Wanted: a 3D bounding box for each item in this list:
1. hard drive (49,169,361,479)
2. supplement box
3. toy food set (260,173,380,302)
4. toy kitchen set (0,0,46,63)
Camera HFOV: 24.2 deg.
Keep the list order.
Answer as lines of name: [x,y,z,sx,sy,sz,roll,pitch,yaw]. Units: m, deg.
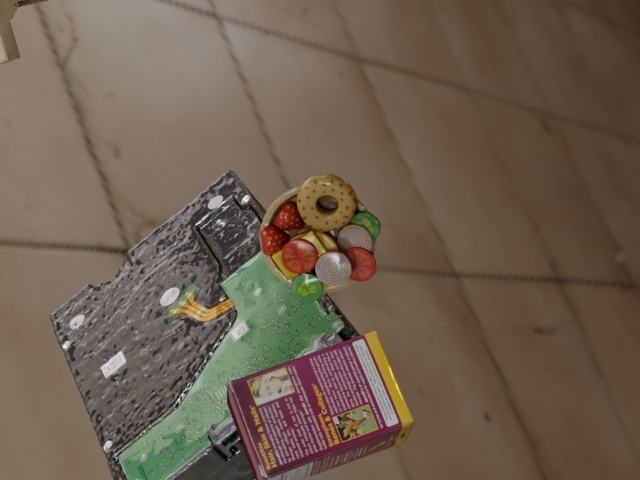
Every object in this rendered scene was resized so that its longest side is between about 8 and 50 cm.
hard drive: [-0.105,0.092,1.338,0.064,0.237,0.339,50,0,-33]
supplement box: [-0.001,0.089,0.771,0.043,0.083,0.055,100,-30,-67]
toy food set: [0.000,0.000,1.025,0.082,0.083,0.020,54,13,-14]
toy kitchen set: [-0.322,-0.230,1.583,0.083,0.068,0.075,-21,98,-37]
